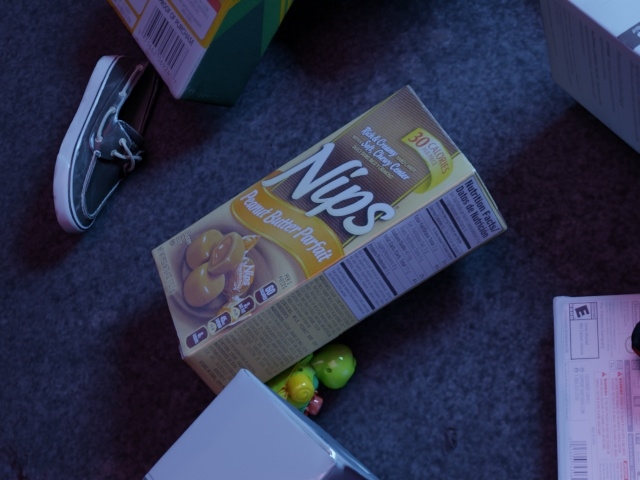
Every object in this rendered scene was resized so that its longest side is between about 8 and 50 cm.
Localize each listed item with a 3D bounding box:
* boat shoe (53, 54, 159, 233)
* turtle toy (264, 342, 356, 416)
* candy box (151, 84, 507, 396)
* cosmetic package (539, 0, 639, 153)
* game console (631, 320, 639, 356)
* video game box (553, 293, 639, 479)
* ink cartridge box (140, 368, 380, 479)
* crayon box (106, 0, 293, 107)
[{"bbox_3d":[-0.234,-0.110,1.331,0.070,0.078,0.219,5,69,21],"label":"boat shoe"},{"bbox_3d":[-0.027,0.140,1.165,0.130,0.066,0.095,-34,36,4],"label":"turtle toy"},{"bbox_3d":[0.000,0.000,1.168,0.316,0.087,0.183,-33,38,4],"label":"candy box"},{"bbox_3d":[0.389,-0.139,1.029,0.217,0.156,0.385,-36,52,-8],"label":"cosmetic package"},{"bbox_3d":[0.498,0.010,1.013,0.342,0.060,0.386,26,68,25],"label":"game console"},{"bbox_3d":[0.304,0.146,1.064,0.187,0.048,0.205,-4,68,19],"label":"video game box"},{"bbox_3d":[-0.093,0.286,1.041,0.307,0.223,0.129,-47,62,-4],"label":"ink cartridge box"},{"bbox_3d":[-0.093,-0.329,1.261,0.203,0.083,0.323,54,124,34],"label":"crayon box"}]
